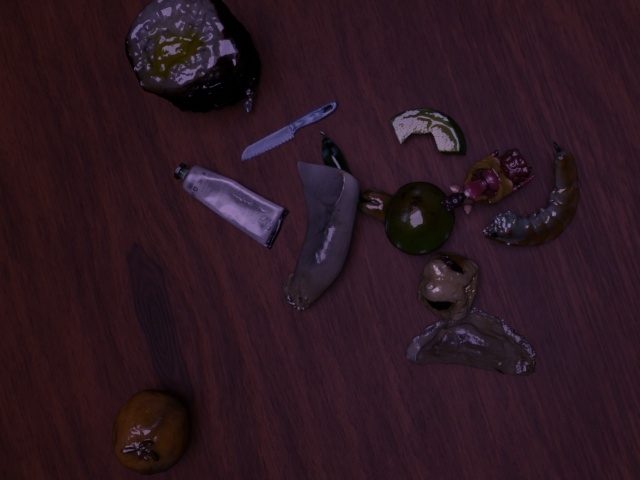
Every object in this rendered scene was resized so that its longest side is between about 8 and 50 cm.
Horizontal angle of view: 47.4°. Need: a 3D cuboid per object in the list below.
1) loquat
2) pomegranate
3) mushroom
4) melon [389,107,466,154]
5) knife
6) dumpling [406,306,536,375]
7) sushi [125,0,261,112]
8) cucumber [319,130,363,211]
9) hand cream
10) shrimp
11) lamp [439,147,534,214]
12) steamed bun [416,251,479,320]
[{"bbox_3d":[-0.455,0.516,1.966,0.193,0.238,0.238,7,90,5],"label":"loquat"},{"bbox_3d":[0.232,-0.078,1.874,0.190,0.159,0.241,-42,79,6],"label":"pomegranate"},{"bbox_3d":[0.000,0.001,1.917,0.177,0.126,0.397,14,100,32],"label":"mushroom"},{"bbox_3d":[0.283,-0.290,1.918,0.209,0.064,0.118,8,95,14],"label":"melon"},{"bbox_3d":[-0.089,-0.300,2.017,0.313,0.019,0.044,-26,87,12],"label":"knife"},{"bbox_3d":[0.391,0.258,1.874,0.332,0.086,0.166,3,92,7],"label":"dumpling"},{"bbox_3d":[-0.321,-0.490,1.926,0.299,0.294,0.281,-5,85,10],"label":"sushi"},{"bbox_3d":[0.055,-0.182,1.965,0.056,0.056,0.250,-28,85,10],"label":"cucumber"},{"bbox_3d":[-0.254,-0.112,2.027,0.336,0.076,0.121,30,100,4],"label":"hand cream"},{"bbox_3d":[0.557,-0.083,1.820,0.185,0.068,0.287,30,109,-24],"label":"shrimp"},{"bbox_3d":[0.410,-0.136,1.842,0.253,0.118,0.118,-34,82,-6],"label":"lamp"},{"bbox_3d":[0.309,0.107,1.840,0.141,0.155,0.172,16,87,31],"label":"steamed bun"}]
